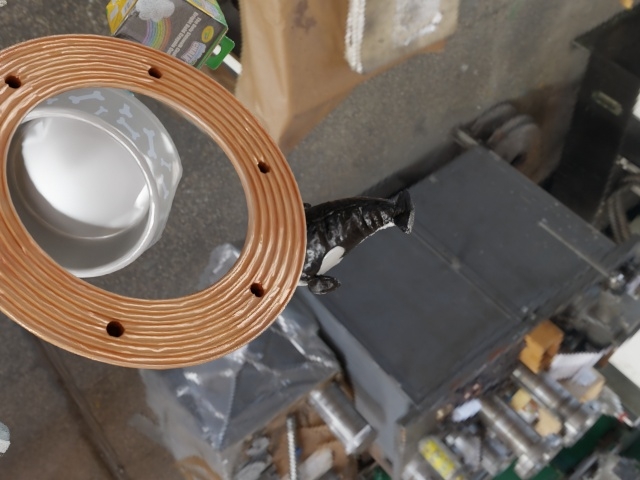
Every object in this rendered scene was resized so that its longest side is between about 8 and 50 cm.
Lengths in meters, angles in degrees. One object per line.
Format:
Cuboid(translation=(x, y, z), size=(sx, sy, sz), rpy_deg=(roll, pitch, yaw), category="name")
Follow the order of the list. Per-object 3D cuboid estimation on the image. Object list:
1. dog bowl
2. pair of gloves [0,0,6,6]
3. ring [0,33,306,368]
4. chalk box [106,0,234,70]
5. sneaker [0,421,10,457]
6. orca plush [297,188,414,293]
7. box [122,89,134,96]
Cuboid(translation=(-0.411, -0.092, 1.376), size=(0.102, 0.349, 0.349), rpy_deg=(-85, -160, -62), category="dog bowl")
Cuboid(translation=(-0.527, -0.401, 1.050), size=(0.042, 0.204, 0.240), rpy_deg=(-39, 166, 21), category="pair of gloves")
Cuboid(translation=(-0.165, -0.042, 0.724), size=(0.336, 0.336, 0.032), rpy_deg=(-17, 163, -39), category="ring")
Cuboid(translation=(-0.260, -0.392, 1.491), size=(0.213, 0.132, 0.132), rpy_deg=(27, 115, -36), category="chalk box")
Cuboid(translation=(-0.455, 0.140, 1.023), size=(0.178, 0.124, 0.295), rpy_deg=(-59, 145, -24), category="sneaker")
Cuboid(translation=(0.000, 0.000, 1.245), size=(0.287, 0.151, 0.102), rpy_deg=(-9, 166, 30), category="orca plush")
Cuboid(translation=(-0.412, -0.251, 1.580), size=(0.060, 0.100, 0.244), rpy_deg=(-56, -174, -12), category="box")
